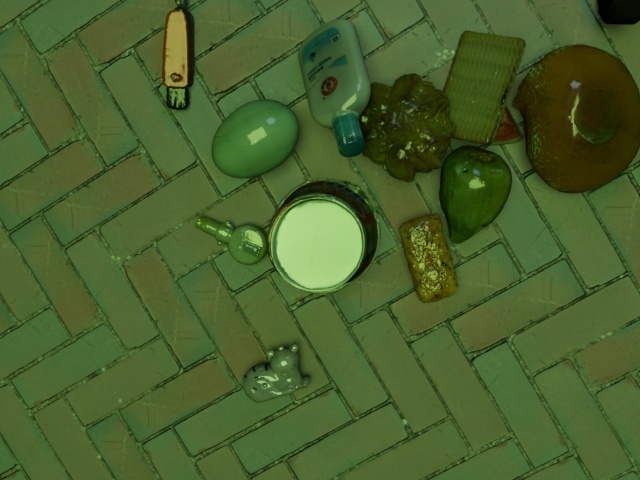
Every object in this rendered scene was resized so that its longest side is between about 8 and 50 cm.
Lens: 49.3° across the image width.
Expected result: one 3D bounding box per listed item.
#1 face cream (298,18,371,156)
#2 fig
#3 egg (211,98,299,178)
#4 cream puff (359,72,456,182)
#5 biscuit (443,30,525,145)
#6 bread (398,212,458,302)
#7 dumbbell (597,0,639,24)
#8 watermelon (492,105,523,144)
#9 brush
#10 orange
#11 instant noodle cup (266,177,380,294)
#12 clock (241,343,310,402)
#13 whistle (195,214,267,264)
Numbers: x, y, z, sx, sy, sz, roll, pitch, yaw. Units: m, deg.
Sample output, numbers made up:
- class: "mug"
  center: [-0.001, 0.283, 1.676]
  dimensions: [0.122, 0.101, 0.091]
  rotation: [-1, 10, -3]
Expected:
- class: "face cream"
  center: [0.040, -0.345, 1.603]
  dimensions: [0.163, 0.080, 0.337]
  rotation: [-27, 60, 30]
- class: "fig"
  center: [0.357, -0.104, 1.638]
  dimensions: [0.167, 0.167, 0.234]
  rotation: [10, 91, 5]
- class: "egg"
  center: [-0.158, -0.242, 1.677]
  dimensions: [0.230, 0.168, 0.168]
  rotation: [-31, 92, 15]
- class: "cream puff"
  center: [0.192, -0.265, 1.630]
  dimensions: [0.244, 0.196, 0.244]
  rotation: [-9, 64, 19]
- class: "biscuit"
  center: [0.369, -0.355, 1.632]
  dimensions: [0.172, 0.029, 0.255]
  rotation: [24, 100, 39]
- class: "bread"
  center: [0.266, 0.043, 1.707]
  dimensions: [0.113, 0.083, 0.211]
  rotation: [-18, 96, 4]
- class: "dumbbell"
  center: [0.790, -0.569, 1.513]
  dimensions: [0.322, 0.204, 0.204]
  rotation: [4, 97, 6]
- class: "watermelon"
  center: [0.427, -0.277, 1.645]
  dimensions: [0.135, 0.094, 0.125]
  rotation: [27, 93, -8]
- class: "brush"
  center: [-0.353, -0.487, 1.729]
  dimensions: [0.070, 0.051, 0.323]
  rotation: [3, 97, 9]
- class: "orange"
  center: [0.603, -0.278, 1.585]
  dimensions: [0.262, 0.196, 0.335]
  rotation: [-5, 91, -15]
- class: "instant noodle cup"
  center: [0.000, 0.000, 1.664]
  dimensions: [0.296, 0.214, 0.297]
  rotation: [1, 97, 6]
- class: "clock"
  center: [-0.124, 0.337, 1.785]
  dimensions: [0.176, 0.080, 0.117]
  rotation: [-19, 95, 7]
- class: "whistle"
  center: [-0.226, -0.009, 1.767]
  dimensions: [0.198, 0.057, 0.104]
  rotation: [25, 104, 3]
